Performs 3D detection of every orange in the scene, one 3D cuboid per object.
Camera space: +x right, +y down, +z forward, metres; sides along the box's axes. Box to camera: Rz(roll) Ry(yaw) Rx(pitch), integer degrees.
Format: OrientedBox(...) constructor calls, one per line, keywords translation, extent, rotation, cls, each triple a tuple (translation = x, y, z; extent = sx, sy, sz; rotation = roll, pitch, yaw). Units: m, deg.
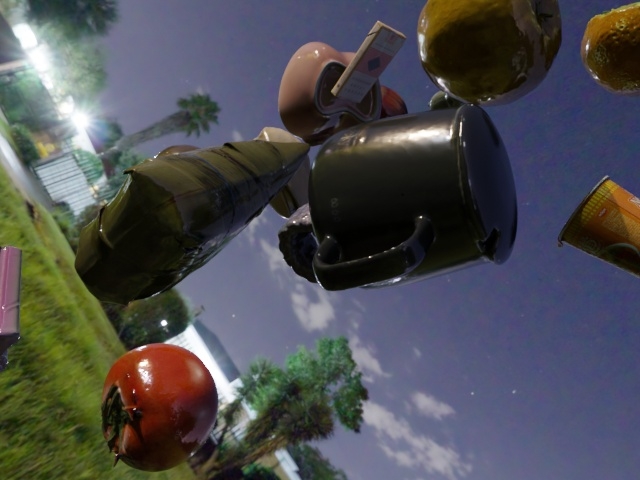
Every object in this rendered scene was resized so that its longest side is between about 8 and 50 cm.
OrientedBox(translation=(0.654, -0.372, 0.916), extent=(0.179, 0.237, 0.158), rotation=(135, -45, -64), cls="orange")
OrientedBox(translation=(0.316, -0.393, 0.875), extent=(0.235, 0.279, 0.279), rotation=(-4, -68, 48), cls="orange")

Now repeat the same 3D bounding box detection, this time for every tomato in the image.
OrientedBox(translation=(-0.336, 0.345, 0.960), extent=(0.256, 0.224, 0.256), rotation=(7, -81, 50), cls="tomato")

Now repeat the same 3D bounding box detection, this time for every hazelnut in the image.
OrientedBox(translation=(0.170, -0.354, 1.368), extent=(0.210, 0.186, 0.210), rotation=(-10, 90, -79), cls="hazelnut")

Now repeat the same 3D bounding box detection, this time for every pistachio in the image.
OrientedBox(translation=(-0.128, -0.222, 1.555), extent=(0.226, 0.207, 0.332), rotation=(-98, 170, -79), cls="pistachio")

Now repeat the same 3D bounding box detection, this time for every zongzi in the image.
OrientedBox(translation=(-0.159, -0.035, 0.597), extent=(0.251, 0.274, 0.125), rotation=(-29, -84, 38), cls="zongzi")

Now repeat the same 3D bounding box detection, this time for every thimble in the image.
OrientedBox(translation=(0.001, 0.002, 0.867), extent=(0.150, 0.098, 0.150), rotation=(17, -53, 24), cls="thimble")

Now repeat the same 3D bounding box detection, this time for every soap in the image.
OrientedBox(translation=(-0.462, 0.074, 0.593), extent=(0.065, 0.122, 0.203), rotation=(-57, -139, 17), cls="soap")

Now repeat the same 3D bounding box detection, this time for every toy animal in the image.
OrientedBox(translation=(0.461, -0.492, 1.603), extent=(0.236, 0.138, 0.108), rotation=(28, 74, -87), cls="toy animal")

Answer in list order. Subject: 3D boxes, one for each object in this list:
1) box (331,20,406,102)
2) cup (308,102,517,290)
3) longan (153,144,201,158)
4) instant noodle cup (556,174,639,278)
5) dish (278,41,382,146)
OrientedBox(translation=(0.050, -0.185, 0.483), extent=(0.083, 0.046, 0.012), rotation=(-51, -119, 31), cls="box")
OrientedBox(translation=(0.081, -0.026, 0.428), extent=(0.176, 0.223, 0.169), rotation=(-8, -63, 32), cls="cup")
OrientedBox(translation=(-0.372, -0.154, 1.318), extent=(0.258, 0.258, 0.258), rotation=(39, -35, 35), cls="longan")
OrientedBox(translation=(0.598, -0.010, 0.899), extent=(0.185, 0.168, 0.168), rotation=(40, -34, 30), cls="instant noodle cup")
OrientedBox(translation=(0.034, -0.267, 0.854), extent=(0.090, 0.213, 0.213), rotation=(18, -49, 64), cls="dish")
